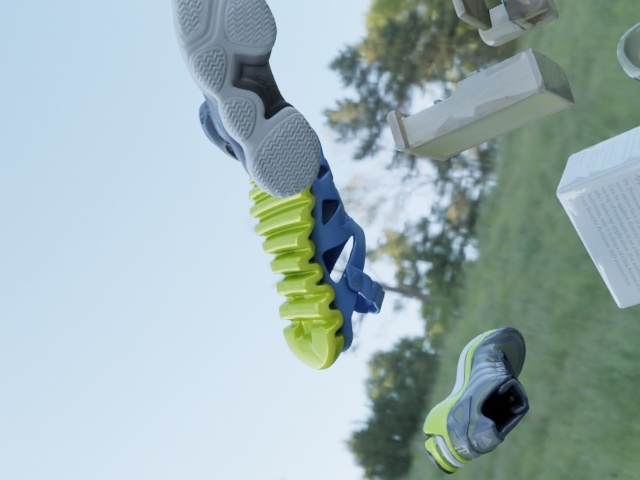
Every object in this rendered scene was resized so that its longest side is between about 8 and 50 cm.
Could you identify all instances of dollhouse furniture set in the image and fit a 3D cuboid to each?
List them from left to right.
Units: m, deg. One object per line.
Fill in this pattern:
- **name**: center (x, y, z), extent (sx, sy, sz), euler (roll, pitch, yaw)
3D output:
- **dollhouse furniture set**: center (0.219, -0.365, 1.561), extent (0.362, 0.256, 0.394), euler (3, -112, -59)

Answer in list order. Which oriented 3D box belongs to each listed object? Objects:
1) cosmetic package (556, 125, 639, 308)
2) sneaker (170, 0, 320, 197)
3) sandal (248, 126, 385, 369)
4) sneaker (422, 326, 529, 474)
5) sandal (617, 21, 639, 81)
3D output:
- **cosmetic package**: center (0.614, -0.092, 1.402), extent (0.230, 0.453, 0.161), euler (58, -147, -14)
- **sneaker**: center (-0.098, -0.176, 1.008), extent (0.101, 0.153, 0.268), euler (-29, -69, -15)
- **sandal**: center (0.000, 0.000, 1.237), extent (0.138, 0.126, 0.317), euler (-18, -78, -37)
- **sneaker**: center (0.266, 0.230, 1.424), extent (0.111, 0.121, 0.300), euler (53, -140, -13)
- **sandal**: center (0.532, -0.319, 1.244), extent (0.303, 0.120, 0.086), euler (-37, -32, 5)
